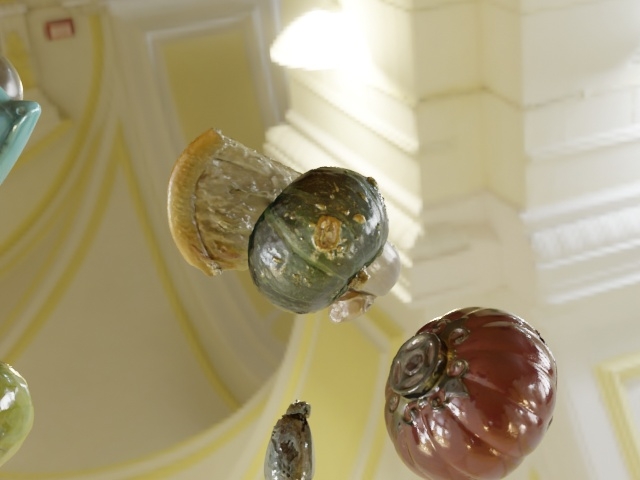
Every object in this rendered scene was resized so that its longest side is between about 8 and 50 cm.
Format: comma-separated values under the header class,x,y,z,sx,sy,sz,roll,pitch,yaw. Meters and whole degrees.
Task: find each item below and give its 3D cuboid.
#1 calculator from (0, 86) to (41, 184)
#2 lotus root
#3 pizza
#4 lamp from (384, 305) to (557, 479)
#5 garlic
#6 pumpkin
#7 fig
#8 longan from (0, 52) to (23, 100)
class,x,y,z,sx,sy,sz,roll,pitch,yaw
calculator,-0.635,-0.132,1.981,0.256,0.386,0.054,44,-168,4
lotus root,-0.047,0.330,1.960,0.088,0.165,0.088,7,171,1
pizza,-0.079,-0.030,1.599,0.262,0.181,0.034,17,-169,-28
lamp,0.239,0.252,2.021,0.257,0.303,0.303,32,-174,-28
garlic,0.014,0.045,2.369,0.279,0.325,0.132,-11,-122,31
pumpkin,-0.001,0.001,1.495,0.146,0.190,0.190,24,-148,14
fig,-0.588,0.277,2.152,0.233,0.233,0.314,8,-157,29
longan,-0.701,-0.302,2.523,0.220,0.197,0.196,10,-153,21
